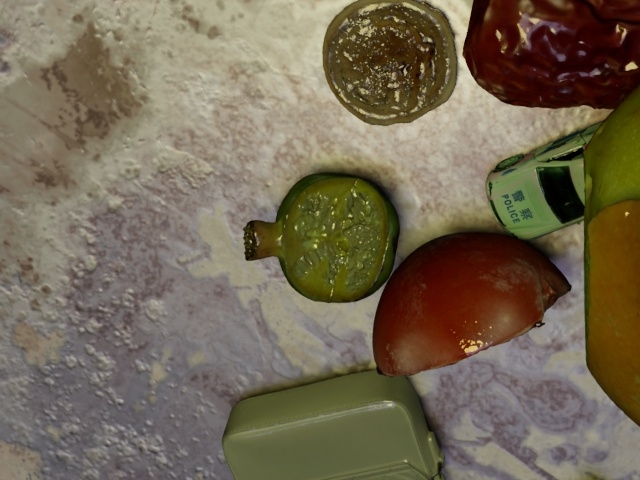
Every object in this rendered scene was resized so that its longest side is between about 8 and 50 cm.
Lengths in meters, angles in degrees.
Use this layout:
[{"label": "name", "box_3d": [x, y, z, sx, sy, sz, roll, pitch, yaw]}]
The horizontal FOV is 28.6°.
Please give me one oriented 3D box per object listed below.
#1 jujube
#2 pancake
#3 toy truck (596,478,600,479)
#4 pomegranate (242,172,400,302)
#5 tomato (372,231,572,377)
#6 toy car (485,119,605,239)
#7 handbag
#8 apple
[{"label": "jujube", "box_3d": [0.258, -0.204, 1.239, 0.230, 0.155, 0.155, 5, 110, 2]}, {"label": "pancake", "box_3d": [0.074, -0.194, 1.340, 0.151, 0.025, 0.152, 4, 110, 11]}, {"label": "toy truck", "box_3d": [0.320, 0.376, 1.471, 0.115, 0.080, 0.178, -21, 106, 27]}, {"label": "pomegranate", "box_3d": [0.003, -0.003, 1.367, 0.169, 0.122, 0.143, -2, 102, 3]}, {"label": "tomato", "box_3d": [0.141, 0.055, 1.328, 0.228, 0.199, 0.112, -25, 98, 13]}, {"label": "toy car", "box_3d": [0.283, -0.068, 1.319, 0.224, 0.076, 0.090, -23, 105, 17]}, {"label": "handbag", "box_3d": [0.022, 0.271, 1.494, 0.256, 0.079, 0.219, -13, 117, 15]}, {"label": "apple", "box_3d": [0.382, 0.024, 1.108, 0.374, 0.374, 0.384, -31, 96, 19]}]
